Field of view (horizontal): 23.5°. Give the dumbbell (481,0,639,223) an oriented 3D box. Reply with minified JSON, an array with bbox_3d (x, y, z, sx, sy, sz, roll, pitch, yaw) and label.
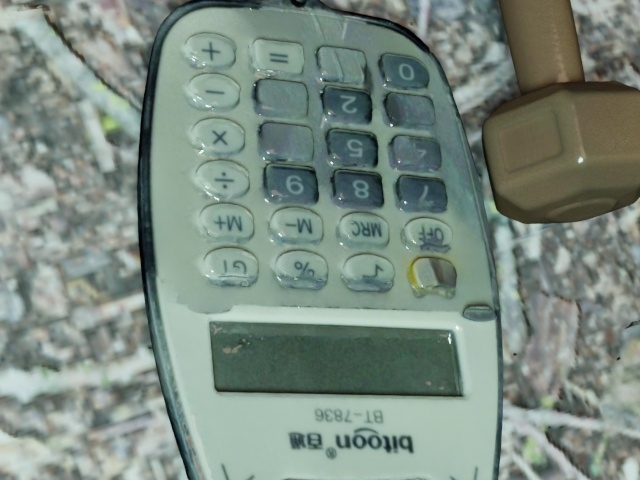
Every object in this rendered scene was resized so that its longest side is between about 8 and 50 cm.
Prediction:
[{"bbox_3d":[0.109,-0.123,0.782,0.082,0.092,0.231,8,68,-52],"label":"dumbbell"}]

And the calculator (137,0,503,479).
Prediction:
[{"bbox_3d":[0.000,0.000,0.714,0.177,0.040,0.268,5,70,-24],"label":"calculator"}]
